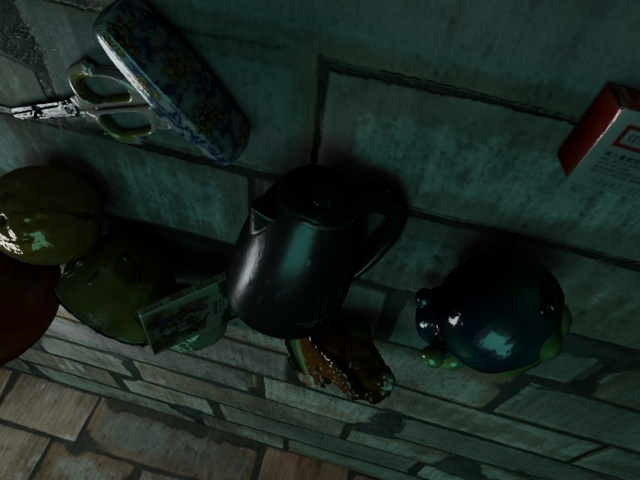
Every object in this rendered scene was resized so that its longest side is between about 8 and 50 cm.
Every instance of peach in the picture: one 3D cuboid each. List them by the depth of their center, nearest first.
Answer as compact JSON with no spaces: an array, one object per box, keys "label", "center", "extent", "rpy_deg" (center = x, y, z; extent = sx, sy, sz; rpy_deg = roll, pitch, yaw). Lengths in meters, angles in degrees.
[{"label":"peach","center":[-0.800,0.129,1.143],"extent":[0.389,0.388,0.388],"rpy_deg":[12,145,9]}]

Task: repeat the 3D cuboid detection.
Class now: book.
[{"label":"book","center":[-0.247,0.143,1.071],"extent":[0.027,0.264,0.202],"rpy_deg":[55,154,25]}]

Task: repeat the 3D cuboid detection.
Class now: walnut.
[{"label":"walnut","center":[-0.527,-0.049,0.949],"extent":[0.226,0.193,0.193],"rpy_deg":[11,145,21]}]

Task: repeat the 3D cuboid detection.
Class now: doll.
[{"label":"doll","center":[0.269,0.125,0.831],"extent":[0.186,0.198,0.322],"rpy_deg":[40,151,-9]}]

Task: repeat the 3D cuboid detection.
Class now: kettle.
[{"label":"kettle","center":[0.000,0.000,0.806],"extent":[0.269,0.207,0.290],"rpy_deg":[-2,142,-22]}]

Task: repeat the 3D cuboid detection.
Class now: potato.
[{"label":"potato","center":[-0.424,0.095,1.118],"extent":[0.246,0.196,0.300],"rpy_deg":[42,172,-5]}]

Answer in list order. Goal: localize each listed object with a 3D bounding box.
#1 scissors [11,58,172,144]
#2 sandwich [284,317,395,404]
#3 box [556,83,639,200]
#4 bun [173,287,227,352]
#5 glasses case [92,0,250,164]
[{"label":"scissors","center":[-0.385,-0.212,0.801],"extent":[0.318,0.024,0.160],"rpy_deg":[2,143,23]},{"label":"sandwich","center":[0.055,0.246,1.122],"extent":[0.301,0.162,0.250],"rpy_deg":[30,144,40]},{"label":"box","center":[0.415,-0.095,0.581],"extent":[0.230,0.050,0.122],"rpy_deg":[16,144,3]},{"label":"bun","center":[-0.353,0.216,1.295],"extent":[0.213,0.126,0.203],"rpy_deg":[1,140,24]},{"label":"glasses case","center":[-0.189,-0.204,0.668],"extent":[0.065,0.086,0.248],"rpy_deg":[-6,139,37]}]
